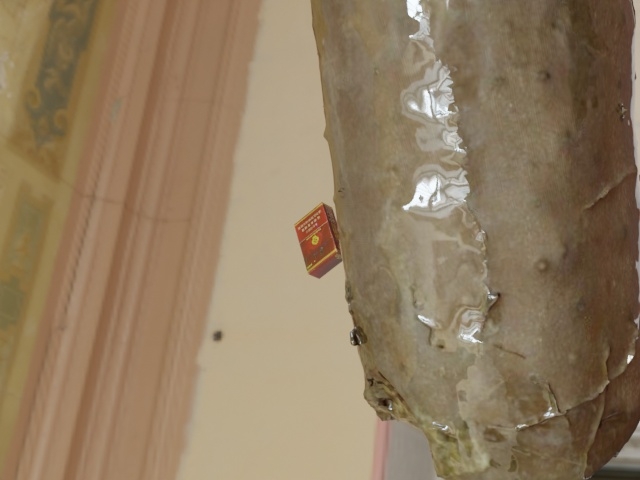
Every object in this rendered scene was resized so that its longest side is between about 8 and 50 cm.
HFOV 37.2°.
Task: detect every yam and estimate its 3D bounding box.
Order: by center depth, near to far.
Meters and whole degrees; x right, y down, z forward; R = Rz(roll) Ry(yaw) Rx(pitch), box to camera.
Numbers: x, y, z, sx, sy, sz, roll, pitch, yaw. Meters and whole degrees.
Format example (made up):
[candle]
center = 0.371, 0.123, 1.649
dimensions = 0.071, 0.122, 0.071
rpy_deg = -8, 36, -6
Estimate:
[yam]
center = 0.070, -0.030, 0.392
dimensions = 0.128, 0.129, 0.239
rpy_deg = -27, -69, -65

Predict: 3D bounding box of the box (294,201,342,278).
[box]
center = 0.000, 0.000, 1.178
dimensions = 0.023, 0.051, 0.082
rpy_deg = 25, -143, -41
